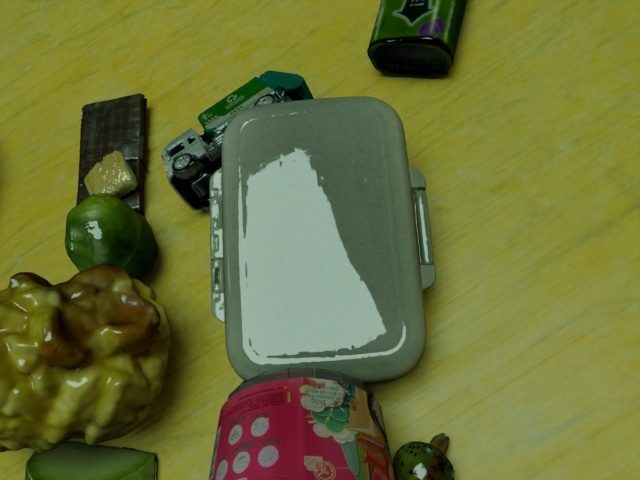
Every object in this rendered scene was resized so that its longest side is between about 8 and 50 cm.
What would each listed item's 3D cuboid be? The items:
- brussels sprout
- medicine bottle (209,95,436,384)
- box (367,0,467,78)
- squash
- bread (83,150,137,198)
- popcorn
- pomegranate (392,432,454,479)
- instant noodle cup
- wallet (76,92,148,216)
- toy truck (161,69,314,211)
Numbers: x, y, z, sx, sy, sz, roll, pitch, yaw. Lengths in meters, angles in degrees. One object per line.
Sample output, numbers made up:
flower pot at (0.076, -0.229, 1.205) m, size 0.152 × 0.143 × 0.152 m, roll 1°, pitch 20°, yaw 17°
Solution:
brussels sprout at (-0.316, -0.001, 0.921) m, size 0.155 × 0.155 × 0.117 m, roll 39°, pitch 82°, yaw 27°
medicine bottle at (0.000, 0.000, 0.805) m, size 0.282 × 0.123 × 0.375 m, roll -5°, pitch 73°, yaw 4°
box at (0.179, -0.426, 0.999) m, size 0.134 × 0.097 × 0.345 m, roll 4°, pitch 67°, yaw 27°
squash at (-0.321, 0.351, 0.790) m, size 0.192 × 0.085 × 0.184 m, roll -1°, pitch 65°, yaw 18°
bread at (-0.336, -0.095, 0.989) m, size 0.083 × 0.035 × 0.070 m, roll -37°, pitch 69°, yaw 5°
popcorn at (-0.349, 0.166, 0.792) m, size 0.332 × 0.265 × 0.225 m, roll -30°, pitch 64°, yaw 22°
pomegranate at (0.126, 0.264, 0.712) m, size 0.084 × 0.073 × 0.073 m, roll -23°, pitch 60°, yaw -16°
instant noodle cup at (-0.021, 0.254, 0.672) m, size 0.302 × 0.258 × 0.181 m, roll -12°, pitch 50°, yaw 11°
wallet at (-0.353, -0.139, 1.048) m, size 0.124 × 0.042 × 0.230 m, roll -9°, pitch 66°, yaw 9°
toy truck at (-0.121, -0.159, 0.957) m, size 0.253 × 0.114 × 0.124 m, roll -33°, pitch 48°, yaw 0°
